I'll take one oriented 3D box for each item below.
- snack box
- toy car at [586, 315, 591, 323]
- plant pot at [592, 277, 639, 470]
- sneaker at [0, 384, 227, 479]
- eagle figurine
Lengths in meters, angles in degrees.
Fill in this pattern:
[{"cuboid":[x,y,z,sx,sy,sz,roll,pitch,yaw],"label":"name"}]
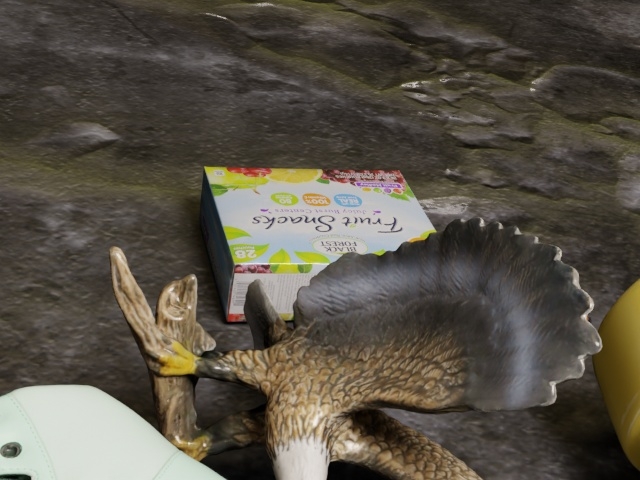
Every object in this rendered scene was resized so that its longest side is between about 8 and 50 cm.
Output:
[{"cuboid":[0.000,0.000,0.964,0.207,0.070,0.174,0,33,-15],"label":"snack box"},{"cuboid":[0.259,0.087,0.922,0.122,0.060,0.041,15,63,19],"label":"toy car"},{"cuboid":[0.342,0.148,0.696,0.253,0.254,0.239,3,49,-12],"label":"plant pot"},{"cuboid":[-0.129,0.136,0.353,0.151,0.094,0.256,35,27,20],"label":"sneaker"},{"cuboid":[0.026,0.114,0.670,0.298,0.226,0.225,-1,67,12],"label":"eagle figurine"}]
